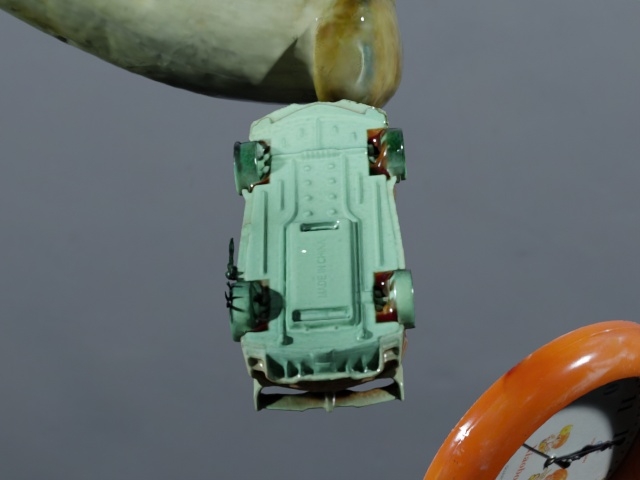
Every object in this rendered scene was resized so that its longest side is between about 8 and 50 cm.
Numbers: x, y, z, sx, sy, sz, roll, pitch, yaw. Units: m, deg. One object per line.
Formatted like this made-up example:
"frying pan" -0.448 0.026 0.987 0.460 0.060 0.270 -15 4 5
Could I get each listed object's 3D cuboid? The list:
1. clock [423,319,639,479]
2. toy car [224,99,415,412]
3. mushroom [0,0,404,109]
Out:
"clock" 0.140 0.135 1.124 0.205 0.051 0.205 -26 140 -24
"toy car" 0.000 0.000 0.594 0.059 0.122 0.035 -5 133 4
"mushroom" -0.109 -0.130 0.785 0.312 0.100 0.081 20 115 0
